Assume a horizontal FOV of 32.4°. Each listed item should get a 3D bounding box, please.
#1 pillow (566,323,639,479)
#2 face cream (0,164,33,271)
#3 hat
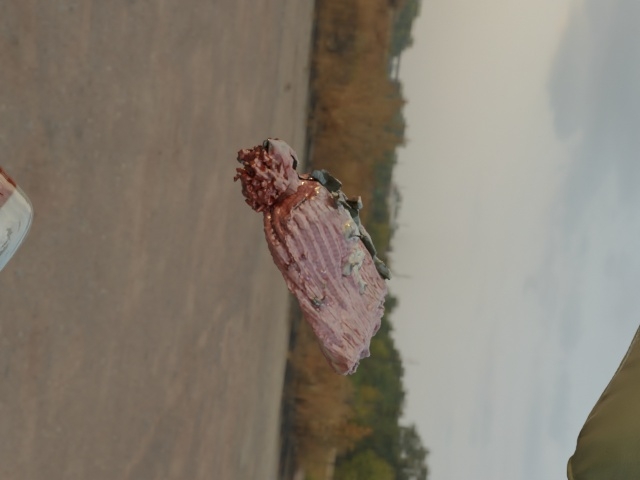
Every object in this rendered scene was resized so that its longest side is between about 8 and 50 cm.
[{"bbox_3d":[0.317,0.073,0.689,0.322,0.255,0.119,-48,125,-42],"label":"pillow"},{"bbox_3d":[-0.296,-0.019,0.624,0.187,0.201,0.201,51,20,-18],"label":"face cream"},{"bbox_3d":[0.000,0.000,1.320,0.286,0.107,0.236,57,24,-14],"label":"hat"}]
